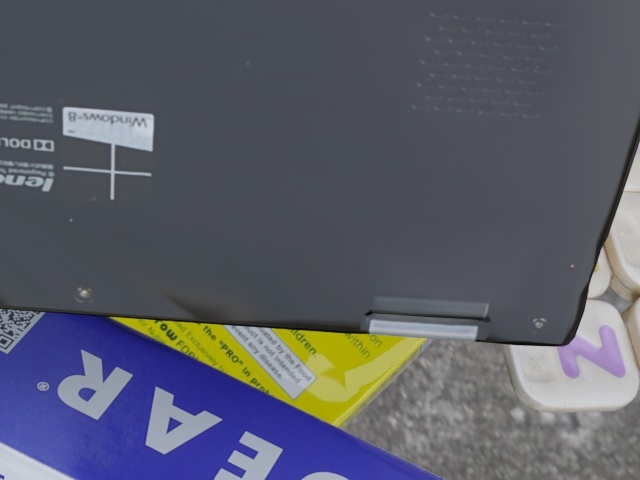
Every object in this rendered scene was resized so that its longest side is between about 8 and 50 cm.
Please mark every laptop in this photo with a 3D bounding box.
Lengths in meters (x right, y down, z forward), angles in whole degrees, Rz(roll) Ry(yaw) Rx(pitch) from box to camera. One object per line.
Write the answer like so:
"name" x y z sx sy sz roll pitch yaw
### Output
"laptop" -0.116 -0.103 0.423 0.382 0.236 0.408 4 133 -5

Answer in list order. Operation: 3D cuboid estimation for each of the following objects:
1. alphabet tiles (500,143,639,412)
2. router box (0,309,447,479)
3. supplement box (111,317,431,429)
"alphabet tiles" 0.205 0.004 0.762 0.278 0.284 0.021 2 151 -24
"router box" -0.041 0.202 0.616 0.335 0.082 0.301 25 129 9
"supplement box" 0.000 0.000 0.945 0.356 0.194 0.195 -44 83 -3
